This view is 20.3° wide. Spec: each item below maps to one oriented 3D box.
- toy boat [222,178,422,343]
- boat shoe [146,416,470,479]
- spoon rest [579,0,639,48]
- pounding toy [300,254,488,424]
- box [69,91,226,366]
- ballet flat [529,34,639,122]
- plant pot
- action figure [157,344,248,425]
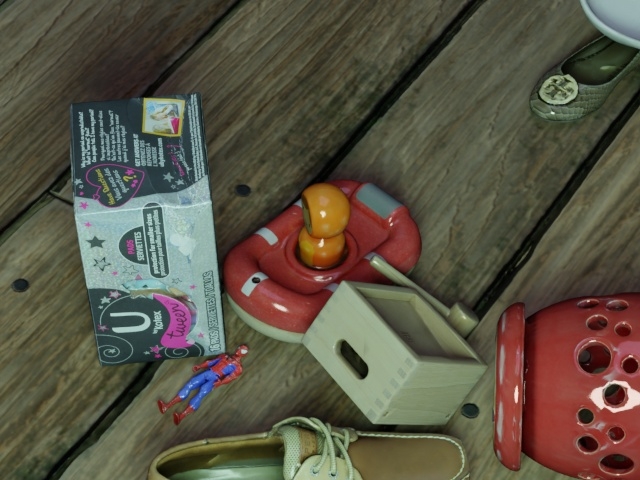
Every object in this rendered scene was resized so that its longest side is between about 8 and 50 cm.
[{"bbox_3d":[0.000,0.000,1.916,0.151,0.151,0.231,36,58,27],"label":"toy boat"},{"bbox_3d":[-0.015,0.235,1.728,0.324,0.120,0.122,-9,43,-8],"label":"boat shoe"},{"bbox_3d":[0.411,-0.236,2.113,0.137,0.084,0.276,-27,74,-21],"label":"spoon rest"},{"bbox_3d":[0.081,0.105,1.852,0.206,0.094,0.181,8,32,-51],"label":"pounding toy"},{"bbox_3d":[-0.180,-0.007,1.858,0.142,0.247,0.163,-6,49,-3],"label":"box"},{"bbox_3d":[0.349,-0.221,2.168,0.250,0.058,0.084,-32,58,-25],"label":"ballet flat"},{"bbox_3d":[0.258,0.143,1.769,0.174,0.191,0.191,3,49,6],"label":"plant pot"},{"bbox_3d":[-0.118,0.146,1.873,0.038,0.030,0.115,32,54,30],"label":"action figure"}]
